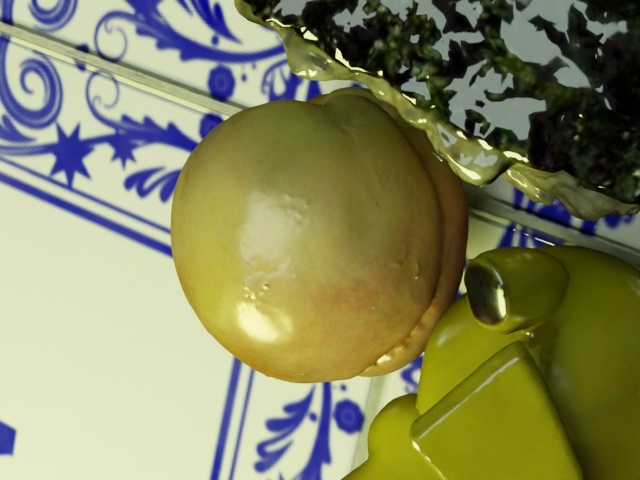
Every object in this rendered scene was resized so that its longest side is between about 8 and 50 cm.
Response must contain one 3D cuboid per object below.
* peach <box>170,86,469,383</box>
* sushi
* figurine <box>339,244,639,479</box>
[{"bbox_3d":[0.000,0.000,0.907,0.184,0.184,0.184,6,102,34],"label":"peach"},{"bbox_3d":[0.087,-0.144,0.806,0.350,0.211,0.171,35,109,15],"label":"sushi"},{"bbox_3d":[0.107,0.119,0.846,0.327,0.218,0.169,-66,30,19],"label":"figurine"}]
